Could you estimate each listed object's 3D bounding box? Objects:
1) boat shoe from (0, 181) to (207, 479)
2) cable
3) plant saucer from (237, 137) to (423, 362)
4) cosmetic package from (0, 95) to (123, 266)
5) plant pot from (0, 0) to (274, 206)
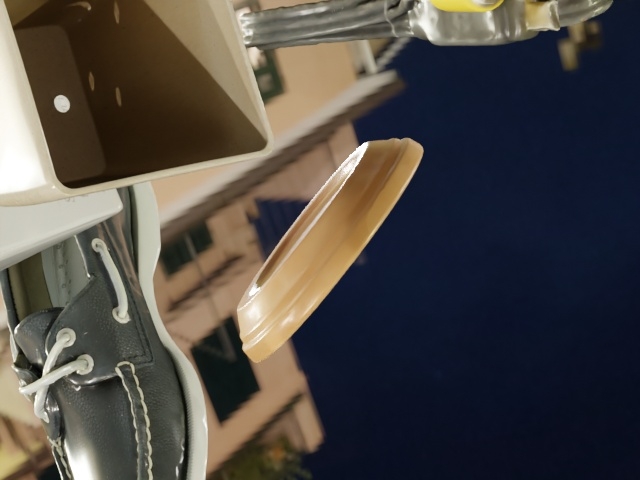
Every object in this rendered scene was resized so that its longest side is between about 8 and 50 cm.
[{"bbox_3d":[-0.146,0.062,0.949,0.114,0.091,0.302,-44,-135,25],"label":"boat shoe"},{"bbox_3d":[0.069,-0.164,1.006,0.139,0.072,0.287,-22,-160,-37],"label":"cable"},{"bbox_3d":[0.000,0.000,1.151,0.200,0.037,0.200,-52,-175,6],"label":"plant saucer"},{"bbox_3d":[-0.231,-0.039,0.813,0.151,0.151,0.184,-24,-178,-42],"label":"cosmetic package"},{"bbox_3d":[-0.102,-0.066,0.649,0.109,0.109,0.096,-15,176,-41],"label":"plant pot"}]
